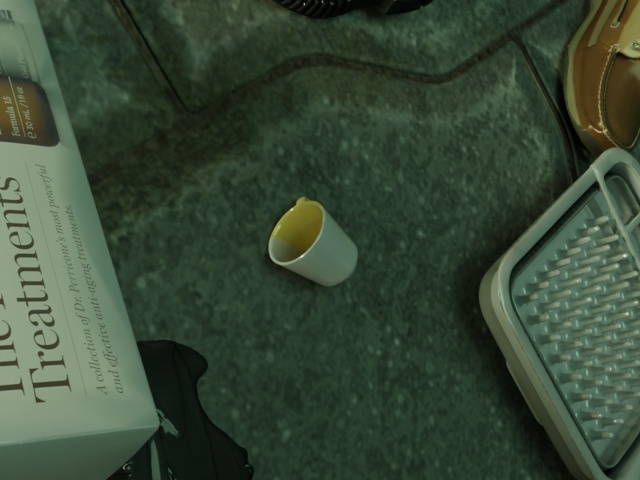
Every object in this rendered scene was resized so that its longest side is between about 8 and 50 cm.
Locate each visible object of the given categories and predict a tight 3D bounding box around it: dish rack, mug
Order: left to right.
[{"bbox_3d":[0.002,0.002,0.846,0.064,0.062,0.078,38,62,-36],"label":"mug"},{"bbox_3d":[0.302,0.082,1.071,0.333,0.072,0.285,-39,104,-41],"label":"dish rack"}]

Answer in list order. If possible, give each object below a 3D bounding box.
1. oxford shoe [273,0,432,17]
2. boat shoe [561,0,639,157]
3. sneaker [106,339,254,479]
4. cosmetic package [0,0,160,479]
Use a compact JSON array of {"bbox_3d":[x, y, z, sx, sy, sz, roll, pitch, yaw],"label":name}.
[{"bbox_3d":[0.016,-0.271,0.939,0.227,0.083,0.096,-10,64,-42],"label":"oxford shoe"},{"bbox_3d":[0.389,-0.247,1.212,0.122,0.120,0.324,35,56,-28],"label":"boat shoe"},{"bbox_3d":[-0.095,0.201,0.675,0.130,0.109,0.286,-7,84,-48],"label":"sneaker"},{"bbox_3d":[-0.274,-0.039,0.518,0.284,0.097,0.377,-1,58,-39],"label":"cosmetic package"}]
